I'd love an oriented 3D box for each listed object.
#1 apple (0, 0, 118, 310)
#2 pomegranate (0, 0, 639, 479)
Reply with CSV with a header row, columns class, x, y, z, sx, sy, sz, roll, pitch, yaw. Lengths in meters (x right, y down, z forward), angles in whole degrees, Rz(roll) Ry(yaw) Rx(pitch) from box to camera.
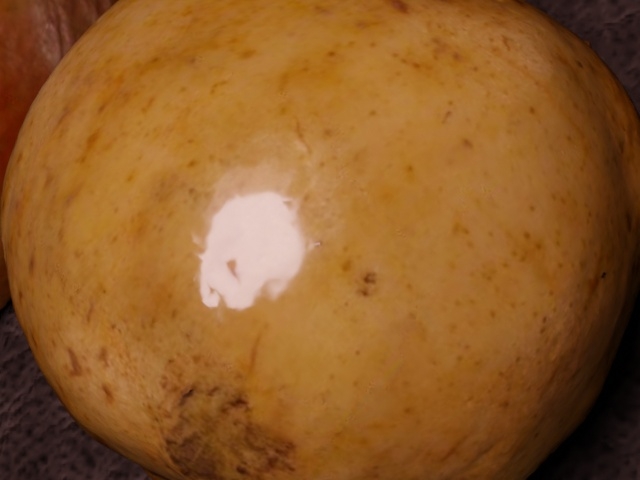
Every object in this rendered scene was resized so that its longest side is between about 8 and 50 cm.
class,x,y,z,sx,sy,sz,roll,pitch,yaw
apple,-0.232,-0.088,0.928,0.254,0.179,0.346,18,71,-9
pomegranate,0.000,0.000,0.725,0.260,0.260,0.260,-10,62,20
